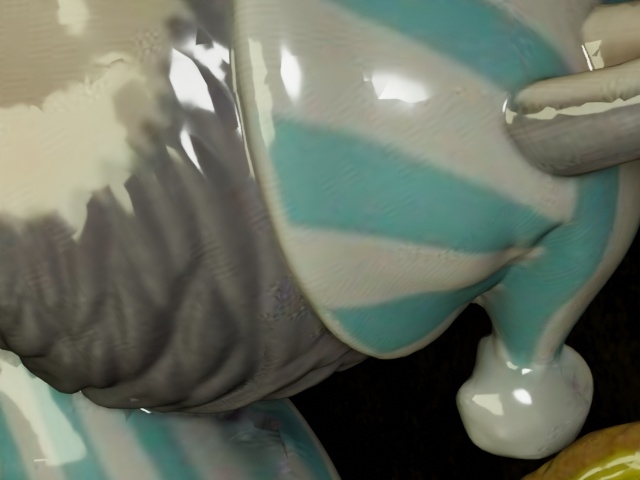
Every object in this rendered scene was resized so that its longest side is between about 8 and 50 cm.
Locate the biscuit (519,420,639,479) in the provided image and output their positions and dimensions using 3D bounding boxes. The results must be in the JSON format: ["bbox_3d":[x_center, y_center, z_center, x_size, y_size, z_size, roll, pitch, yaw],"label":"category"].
[{"bbox_3d":[0.144,0.154,0.571,0.208,0.041,0.290,14,94,33],"label":"biscuit"}]

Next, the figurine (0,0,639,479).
[{"bbox_3d":[0.000,0.000,0.586,0.377,0.266,0.361,-11,94,45],"label":"figurine"}]
